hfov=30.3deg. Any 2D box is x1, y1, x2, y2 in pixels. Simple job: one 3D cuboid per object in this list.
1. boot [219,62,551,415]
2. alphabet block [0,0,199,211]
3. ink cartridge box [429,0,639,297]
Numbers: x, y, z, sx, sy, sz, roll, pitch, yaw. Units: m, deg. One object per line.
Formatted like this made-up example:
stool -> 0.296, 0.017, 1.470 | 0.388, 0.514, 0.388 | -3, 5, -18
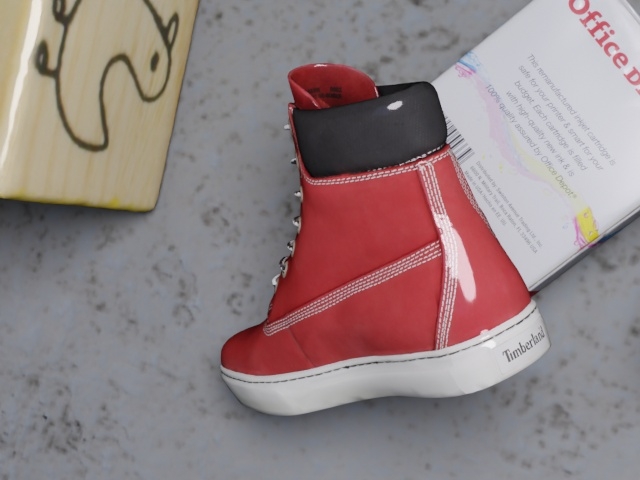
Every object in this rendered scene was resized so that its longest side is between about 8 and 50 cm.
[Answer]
boot -> 0.000, 0.000, 0.648 | 0.244, 0.088, 0.176 | -19, 97, 52
alphabet block -> -0.203, -0.134, 0.722 | 0.193, 0.192, 0.197 | 13, 94, 20
ink cartridge box -> 0.123, -0.050, 0.670 | 0.175, 0.072, 0.127 | -38, 77, 14
